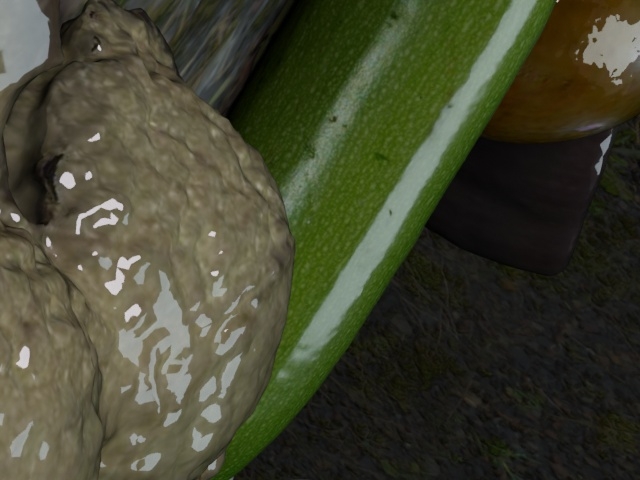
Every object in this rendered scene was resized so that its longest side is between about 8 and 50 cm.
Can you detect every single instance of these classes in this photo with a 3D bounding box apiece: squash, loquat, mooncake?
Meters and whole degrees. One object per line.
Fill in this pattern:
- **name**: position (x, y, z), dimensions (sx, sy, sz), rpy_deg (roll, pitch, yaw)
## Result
- **squash**: position (0.012, -0.046, 0.884), dimensions (0.395, 0.107, 0.107), rpy_deg (-60, 178, 14)
- **loquat**: position (0.134, -0.143, 1.185), dimensions (0.179, 0.179, 0.227), rpy_deg (-58, 157, 14)
- **mooncake**: position (0.150, -0.135, 1.442), dimensions (0.306, 0.154, 0.306), rpy_deg (17, 90, -88)

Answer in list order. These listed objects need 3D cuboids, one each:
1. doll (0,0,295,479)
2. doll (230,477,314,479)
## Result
- **doll**: position (-0.079, 0.044, 0.365), dimensions (0.286, 0.091, 0.203), rpy_deg (-71, 155, -46)
- **doll**: position (-0.148, 0.243, 1.292), dimensions (0.311, 0.159, 0.243), rpy_deg (-2, -115, 64)
